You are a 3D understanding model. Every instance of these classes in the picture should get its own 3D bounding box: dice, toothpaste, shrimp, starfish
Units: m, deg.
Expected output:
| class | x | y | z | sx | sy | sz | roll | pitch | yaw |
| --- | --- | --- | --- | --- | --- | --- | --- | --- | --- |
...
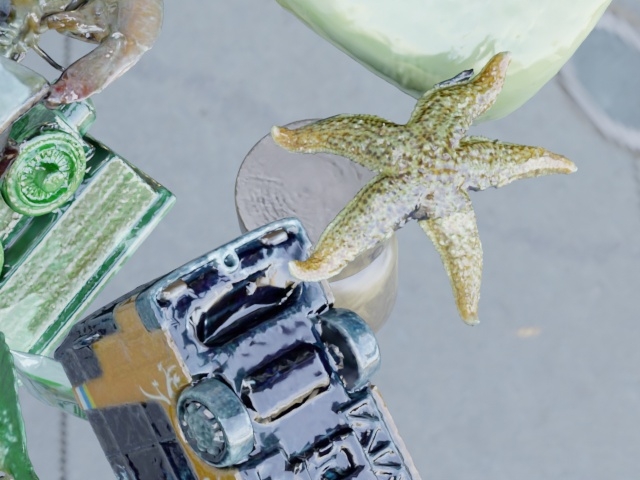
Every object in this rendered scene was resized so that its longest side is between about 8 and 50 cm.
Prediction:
| class | x | y | z | sx | sy | sz | roll | pitch | yaw |
| --- | --- | --- | --- | --- | --- | --- | --- | --- | --- |
| dice | 0.082 | -0.247 | 1.409 | 0.252 | 0.254 | 0.250 | 32 | 7 | -12 |
| toothpaste | -0.134 | 0.148 | 1.617 | 0.297 | 0.075 | 0.048 | 16 | 61 | 24 |
| shrimp | -0.209 | -0.128 | 1.362 | 0.143 | 0.052 | 0.251 | 25 | 59 | 28 |
| starfish | 0.070 | -0.026 | 1.257 | 0.208 | 0.053 | 0.176 | -21 | 77 | -10 |

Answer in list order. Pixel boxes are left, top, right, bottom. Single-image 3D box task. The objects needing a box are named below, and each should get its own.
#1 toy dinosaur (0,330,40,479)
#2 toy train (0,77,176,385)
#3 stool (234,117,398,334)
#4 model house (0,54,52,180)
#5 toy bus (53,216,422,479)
| class | x | y | z | sx | sy | sz | roll | pitch | yaw |
| --- | --- | --- | --- | --- | --- | --- | --- | --- | --- |
| toy dinosaur | -0.108 | 0.062 | 0.657 | 0.029 | 0.060 | 0.119 | 2 | 16 | -28 |
| toy train | -0.285 | -0.019 | 1.785 | 0.145 | 0.266 | 0.202 | 34 | -8 | 40 |
| stool | 0.000 | 0.000 | 2.233 | 0.179 | 0.264 | 0.179 | -1 | 66 | 2 |
| model house | -0.273 | -0.059 | 1.237 | 0.165 | 0.152 | 0.106 | 26 | 55 | 0 |
| toy bus | -0.039 | 0.166 | 1.410 | 0.162 | 0.194 | 0.323 | -28 | 93 | -36 |
